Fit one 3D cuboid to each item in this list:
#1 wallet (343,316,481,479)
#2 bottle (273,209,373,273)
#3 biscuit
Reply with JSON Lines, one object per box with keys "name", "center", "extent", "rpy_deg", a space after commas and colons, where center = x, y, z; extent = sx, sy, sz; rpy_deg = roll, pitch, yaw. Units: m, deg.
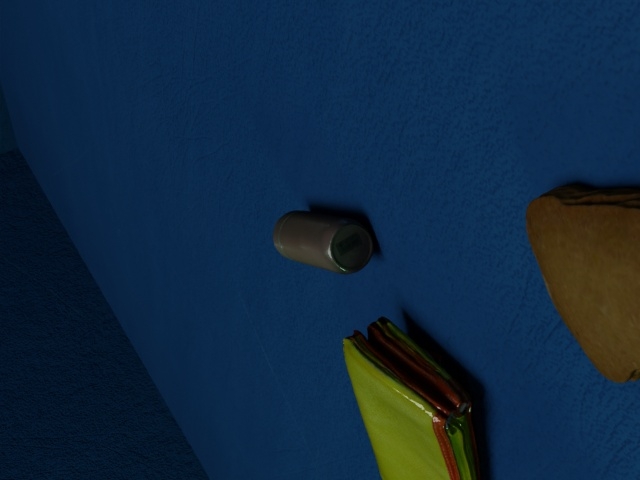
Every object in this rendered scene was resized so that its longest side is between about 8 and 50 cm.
{"name": "wallet", "center": [0.103, 0.192, 0.979], "extent": [0.141, 0.067, 0.241], "rpy_deg": [38, 153, 41]}
{"name": "bottle", "center": [0.000, 0.000, 0.993], "extent": [0.140, 0.053, 0.053], "rpy_deg": [13, 127, 64]}
{"name": "biscuit", "center": [0.200, 0.058, 0.596], "extent": [0.192, 0.036, 0.186], "rpy_deg": [16, 131, 65]}
